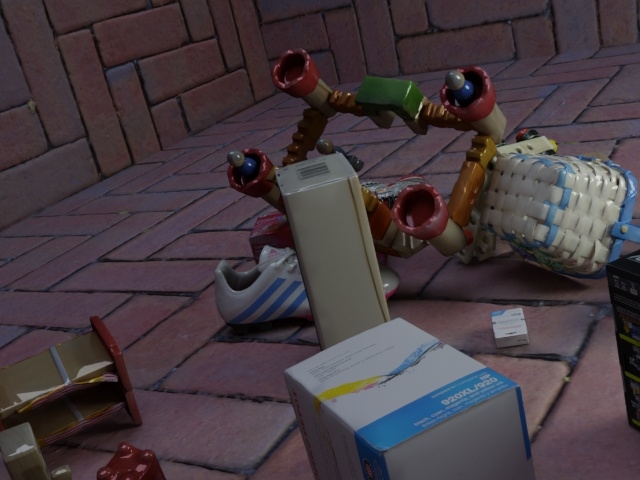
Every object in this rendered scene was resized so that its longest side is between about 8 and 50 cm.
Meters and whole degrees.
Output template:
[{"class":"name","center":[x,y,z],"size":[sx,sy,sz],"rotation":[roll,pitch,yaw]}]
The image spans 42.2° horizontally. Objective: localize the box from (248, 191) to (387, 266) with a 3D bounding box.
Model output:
[{"class":"box","center":[0.000,0.000,1.654],"size":[0.256,0.123,0.128],"rotation":[-11,21,10]}]

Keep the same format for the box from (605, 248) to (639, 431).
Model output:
[{"class":"box","center":[0.411,0.141,0.833],"size":[0.060,0.216,0.270],"rotation":[-22,20,-16]}]

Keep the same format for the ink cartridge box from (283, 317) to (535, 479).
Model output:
[{"class":"ink cartridge box","center":[0.093,0.218,0.911],"size":[0.168,0.171,0.232],"rotation":[-22,21,-21]}]

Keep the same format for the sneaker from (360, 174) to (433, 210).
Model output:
[{"class":"sneaker","center":[0.153,-0.093,1.861],"size":[0.225,0.088,0.093],"rotation":[-18,21,-11]}]

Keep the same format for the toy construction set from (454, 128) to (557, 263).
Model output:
[{"class":"toy construction set","center":[0.349,-0.097,1.581],"size":[0.151,0.215,0.327],"rotation":[43,45,13]}]

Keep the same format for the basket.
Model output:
[{"class":"basket","center":[0.432,-0.041,1.394],"size":[0.288,0.201,0.254],"rotation":[9,9,-21]}]

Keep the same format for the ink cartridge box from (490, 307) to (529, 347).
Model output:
[{"class":"ink cartridge box","center":[0.281,0.133,1.229],"size":[0.048,0.028,0.083],"rotation":[-10,19,12]}]

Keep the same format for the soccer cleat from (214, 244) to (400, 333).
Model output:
[{"class":"soccer cleat","center":[-0.030,0.069,1.455],"size":[0.331,0.143,0.116],"rotation":[-12,19,7]}]

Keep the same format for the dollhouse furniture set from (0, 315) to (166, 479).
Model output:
[{"class":"dollhouse furniture set","center":[-0.324,0.285,1.125],"size":[0.201,0.152,0.374],"rotation":[-22,38,-22]}]

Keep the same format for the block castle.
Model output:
[{"class":"block castle","center":[0.066,-0.164,1.444],"size":[0.453,0.213,0.303],"rotation":[16,78,36]}]

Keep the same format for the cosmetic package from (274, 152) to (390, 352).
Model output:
[{"class":"cosmetic package","center":[0.024,0.041,1.246],"size":[0.113,0.310,0.160],"rotation":[-16,20,-2]}]

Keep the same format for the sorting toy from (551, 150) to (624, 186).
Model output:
[{"class":"sorting toy","center":[0.538,-0.143,1.814],"size":[0.208,0.038,0.193],"rotation":[-6,20,10]}]
